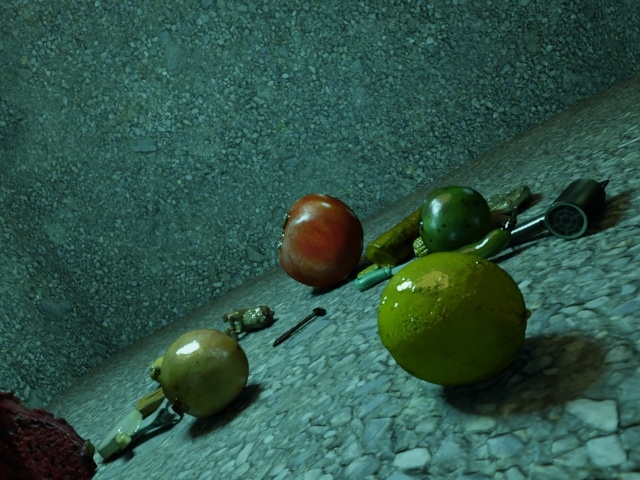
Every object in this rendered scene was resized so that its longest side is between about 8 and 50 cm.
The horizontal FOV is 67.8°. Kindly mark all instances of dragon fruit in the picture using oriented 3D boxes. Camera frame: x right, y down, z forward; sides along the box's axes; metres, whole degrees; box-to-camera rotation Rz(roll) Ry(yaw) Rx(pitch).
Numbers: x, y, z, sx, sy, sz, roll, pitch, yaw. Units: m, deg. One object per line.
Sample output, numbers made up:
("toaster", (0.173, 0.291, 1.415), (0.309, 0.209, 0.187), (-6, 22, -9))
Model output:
("dragon fruit", (-0.594, 0.439, 0.946), (0.241, 0.329, 0.302), (-2, 15, 25))

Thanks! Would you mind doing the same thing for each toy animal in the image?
("toy animal", (-0.256, 0.281, 1.678), (0.158, 0.097, 0.312), (-18, -2, -20))

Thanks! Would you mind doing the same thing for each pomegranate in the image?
("pomegranate", (0.347, -0.044, 1.134), (0.226, 0.186, 0.187), (-2, 2, -8))
("pomegranate", (-0.249, 0.282, 1.018), (0.191, 0.191, 0.191), (-29, 5, 3))

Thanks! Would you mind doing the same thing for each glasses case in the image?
("glasses case", (-0.426, 0.430, 1.316), (0.170, 0.041, 0.064), (-29, 16, -3))

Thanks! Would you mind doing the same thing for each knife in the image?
("knife", (0.214, 0.081, 1.331), (0.261, 0.034, 0.063), (-24, 10, 19))

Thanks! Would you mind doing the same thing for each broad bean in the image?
("broad bean", (0.298, 0.038, 1.035), (0.325, 0.075, 0.067), (-30, -25, 28))

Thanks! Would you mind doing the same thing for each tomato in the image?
("tomato", (0.000, 0.000, 1.666), (0.290, 0.324, 0.293), (15, -1, -3))

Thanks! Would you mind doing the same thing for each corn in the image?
("corn", (0.352, -0.017, 1.250), (0.231, 0.080, 0.080), (-29, 5, 7))

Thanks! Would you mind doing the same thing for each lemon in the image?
("lemon", (0.166, 0.098, 0.604), (0.174, 0.173, 0.206), (-33, 14, -34))

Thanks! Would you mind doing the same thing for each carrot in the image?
("carrot", (0.283, -0.020, 1.478), (0.302, 0.114, 0.114), (-34, 6, -23))

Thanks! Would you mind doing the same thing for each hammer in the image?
("hammer", (-0.062, 0.238, 1.321), (0.178, 0.021, 0.065), (-32, 7, -28))

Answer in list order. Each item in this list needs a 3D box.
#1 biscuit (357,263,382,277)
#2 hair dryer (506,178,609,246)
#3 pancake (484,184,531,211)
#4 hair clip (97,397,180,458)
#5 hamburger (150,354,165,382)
("biscuit", (0.156, 0.099, 1.493), (0.084, 0.023, 0.084), (-31, 5, 3))
("hair dryer", (0.463, -0.043, 1.004), (0.196, 0.077, 0.248), (-31, 0, -42))
("pancake", (0.487, -0.090, 1.389), (0.283, 0.048, 0.282), (-29, 4, 2))
("hair clip", (-0.432, 0.444, 1.108), (0.219, 0.071, 0.159), (-33, 7, 8))
("hamburger", (-0.501, 0.420, 1.609), (0.147, 0.083, 0.138), (-29, 1, -13))
